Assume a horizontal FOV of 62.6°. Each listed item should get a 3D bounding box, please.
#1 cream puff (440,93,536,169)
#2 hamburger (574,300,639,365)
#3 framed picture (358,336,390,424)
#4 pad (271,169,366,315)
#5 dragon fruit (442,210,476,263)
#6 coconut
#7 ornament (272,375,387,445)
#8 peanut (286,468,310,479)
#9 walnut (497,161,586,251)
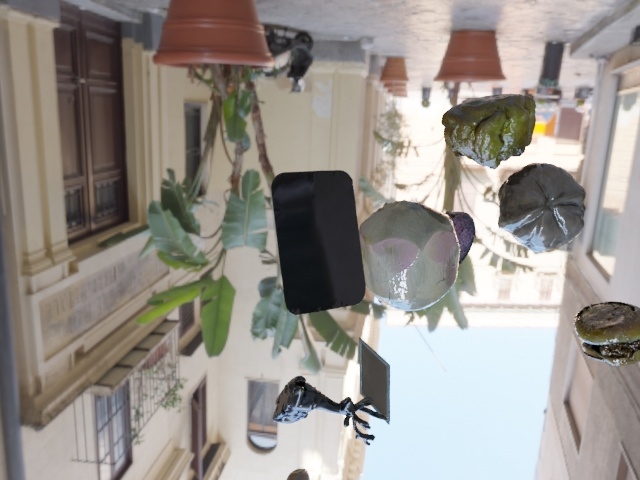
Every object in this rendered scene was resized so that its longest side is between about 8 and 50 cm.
[{"bbox_3d":[0.438,-0.294,1.364,0.244,0.196,0.244,-16,-139,15],"label":"cream puff"},{"bbox_3d":[0.693,0.209,1.248,0.185,0.113,0.177,-38,-168,-38],"label":"hamburger"},{"bbox_3d":[0.138,0.355,1.338,0.011,0.183,0.142,-13,-156,-24],"label":"framed picture"},{"bbox_3d":[0.000,0.000,1.002,0.181,0.267,0.004,-6,180,-29],"label":"pad"},{"bbox_3d":[0.422,-0.019,1.847,0.224,0.218,0.148,14,-166,-42],"label":"dragon fruit"},{"bbox_3d":[0.192,0.018,1.140,0.227,0.230,0.227,0,-153,0],"label":"coconut"},{"bbox_3d":[0.023,0.398,1.197,0.236,0.202,0.080,21,-131,-9],"label":"ornament"},{"bbox_3d":[-0.061,0.675,1.414,0.076,0.076,0.152,2,-155,-2],"label":"peanut"},{"bbox_3d":[0.516,-0.078,1.243,0.224,0.224,0.224,2,-167,-1],"label":"walnut"}]
